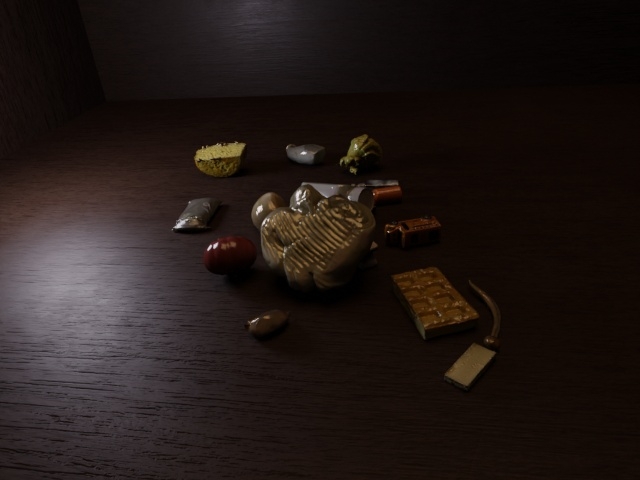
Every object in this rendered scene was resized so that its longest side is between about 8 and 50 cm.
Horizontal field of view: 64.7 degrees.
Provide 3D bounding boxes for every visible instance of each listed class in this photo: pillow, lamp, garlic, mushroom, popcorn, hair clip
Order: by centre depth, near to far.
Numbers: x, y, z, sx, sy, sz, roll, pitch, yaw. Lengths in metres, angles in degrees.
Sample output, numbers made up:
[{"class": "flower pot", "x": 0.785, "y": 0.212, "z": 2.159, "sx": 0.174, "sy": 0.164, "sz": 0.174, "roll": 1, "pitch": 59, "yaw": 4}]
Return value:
[{"class": "mushroom", "x": 0.479, "y": 0.207, "z": 1.452, "sx": 0.068, "sy": 0.043, "sz": 0.306, "roll": 32, "pitch": 30, "yaw": -11}, {"class": "garlic", "x": -0.146, "y": 0.232, "z": 1.466, "sx": 0.152, "sy": 0.066, "sz": 0.084, "roll": -17, "pitch": 31, "yaw": -15}, {"class": "lamp", "x": -0.303, "y": 0.060, "z": 1.703, "sx": 0.182, "sy": 0.140, "sz": 0.182, "roll": -13, "pitch": -13, "yaw": -3}, {"class": "hair clip", "x": 0.094, "y": -0.012, "z": 1.822, "sx": 0.085, "sy": 0.101, "sz": 0.331, "roll": -13, "pitch": 34, "yaw": -21}, {"class": "garlic", "x": -0.189, "y": -0.112, "z": 2.020, "sx": 0.164, "sy": 0.145, "sz": 0.245, "roll": 24, "pitch": 26, "yaw": -15}, {"class": "pillow", "x": -0.517, "y": -0.116, "z": 2.117, "sx": 0.169, "sy": 0.059, "sz": 0.255, "roll": -4, "pitch": 31, "yaw": 8}, {"class": "popcorn", "x": 0.194, "y": -0.401, "z": 2.420, "sx": 0.173, "sy": 0.168, "sz": 0.195, "roll": 36, "pitch": 86, "yaw": 33}, {"class": "mushroom", "x": -0.099, "y": -0.445, "z": 2.574, "sx": 0.118, "sy": 0.103, "sz": 0.270, "roll": -29, "pitch": 33, "yaw": -35}]

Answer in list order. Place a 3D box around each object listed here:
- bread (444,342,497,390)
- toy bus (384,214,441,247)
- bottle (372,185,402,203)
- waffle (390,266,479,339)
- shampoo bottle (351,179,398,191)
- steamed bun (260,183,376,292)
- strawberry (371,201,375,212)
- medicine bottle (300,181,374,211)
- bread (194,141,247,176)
[{"class": "bread", "x": 0.382, "y": 0.319, "z": 1.283, "sx": 0.068, "sy": 0.028, "sz": 0.153, "roll": 22, "pitch": 41, "yaw": 38}, {"class": "toy bus", "x": 0.332, "y": -0.027, "z": 1.819, "sx": 0.194, "sy": 0.083, "sz": 0.088, "roll": -10, "pitch": 32, "yaw": -11}, {"class": "bottle", "x": 0.244, "y": -0.186, "z": 2.115, "sx": 0.187, "sy": 0.069, "sz": 0.069, "roll": -7, "pitch": 31, "yaw": -7}, {"class": "waffle", "x": 0.330, "y": 0.180, "z": 1.497, "sx": 0.168, "sy": 0.057, "sz": 0.274, "roll": -11, "pitch": 31, "yaw": -11}, {"class": "shampoo bottle", "x": 0.236, "y": -0.231, "z": 2.204, "sx": 0.207, "sy": 0.057, "sz": 0.063, "roll": 0, "pitch": 38, "yaw": 11}, {"class": "steamed bun", "x": 0.000, "y": 0.000, "z": 1.647, "sx": 0.339, "sy": 0.352, "sz": 0.247, "roll": 38, "pitch": 6, "yaw": 23}, {"class": "strawberry", "x": 0.186, "y": -0.143, "z": 2.049, "sx": 0.083, "sy": 0.083, "sz": 0.096, "roll": 14, "pitch": 28, "yaw": 28}, {"class": "medicine bottle", "x": 0.062, "y": -0.163, "z": 1.986, "sx": 0.296, "sy": 0.111, "sz": 0.161, "roll": 8, "pitch": -13, "yaw": 39}, {"class": "bread", "x": -0.480, "y": -0.391, "z": 2.499, "sx": 0.260, "sy": 0.147, "sz": 0.160, "roll": -8, "pitch": 39, "yaw": 3}]
